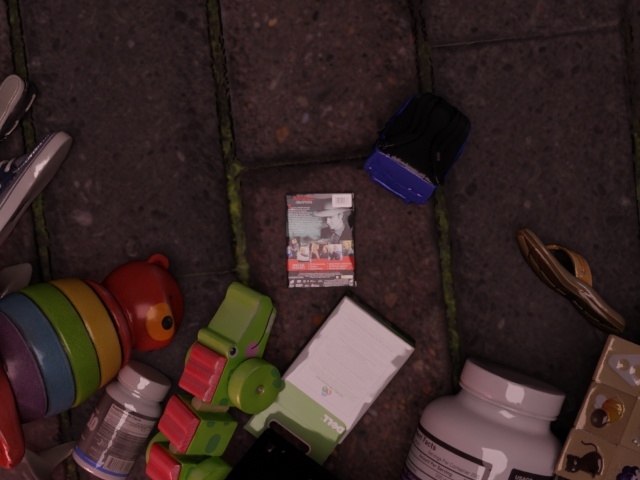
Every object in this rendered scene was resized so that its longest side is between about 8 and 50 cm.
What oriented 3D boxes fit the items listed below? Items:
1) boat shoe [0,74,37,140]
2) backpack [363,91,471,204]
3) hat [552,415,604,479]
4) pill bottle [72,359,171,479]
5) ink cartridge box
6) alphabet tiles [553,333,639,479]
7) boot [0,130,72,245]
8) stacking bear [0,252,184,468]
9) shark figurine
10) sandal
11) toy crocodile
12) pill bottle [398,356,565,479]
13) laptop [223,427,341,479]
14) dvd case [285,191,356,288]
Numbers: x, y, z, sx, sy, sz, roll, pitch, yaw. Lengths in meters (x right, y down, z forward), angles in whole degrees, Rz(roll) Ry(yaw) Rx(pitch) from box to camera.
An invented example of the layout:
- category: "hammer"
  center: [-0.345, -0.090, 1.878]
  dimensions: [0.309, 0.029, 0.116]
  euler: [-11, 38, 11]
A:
- category: "boat shoe"
  center: [-0.396, -0.146, 1.600]
  dimensions: [0.046, 0.038, 0.125]
  euler: [35, 95, 35]
- category: "backpack"
  center: [0.115, -0.114, 1.553]
  dimensions: [0.098, 0.101, 0.120]
  euler: [35, 63, -5]
- category: "hat"
  center: [0.392, 0.337, 1.552]
  dimensions: [0.331, 0.134, 0.331]
  euler: [0, 93, -9]
- category: "pill bottle"
  center: [-0.244, 0.222, 1.603]
  dimensions: [0.078, 0.078, 0.137]
  euler: [28, 95, 0]
- category: "ink cartridge box"
  center: [0.012, 0.176, 1.596]
  dimensions: [0.109, 0.062, 0.209]
  euler: [37, 96, -1]
- category: "alphabet tiles"
  center: [0.450, 0.247, 1.486]
  dimensions: [0.342, 0.011, 0.285]
  euler: [22, 90, -10]
- category: "boot"
  center: [-0.391, -0.076, 1.588]
  dimensions: [0.086, 0.069, 0.190]
  euler: [39, 98, 3]
- category: "stacking bear"
  center: [-0.289, 0.114, 1.525]
  dimensions: [0.289, 0.164, 0.175]
  euler: [-25, 115, -31]
- category: "shark figurine"
  center: [-0.410, 0.181, 1.592]
  dimensions: [0.166, 0.116, 0.278]
  euler: [-13, 92, 5]
- category: "sandal"
  center: [0.309, 0.043, 1.574]
  dimensions: [0.180, 0.072, 0.049]
  euler: [42, 80, -3]
- category: "toy crocodile"
  center: [-0.144, 0.214, 1.555]
  dimensions: [0.115, 0.105, 0.341]
  euler: [30, 100, 43]
- category: "pill bottle"
  center: [0.180, 0.312, 1.542]
  dimensions: [0.181, 0.181, 0.323]
  euler: [19, 95, 1]
- category: "laptop"
  center: [-0.048, 0.404, 1.513]
  dimensions: [0.234, 0.136, 0.264]
  euler: [34, 70, 18]
- category: "dvd case"
  center: [0.000, 0.000, 1.608]
  dimensions: [0.087, 0.013, 0.119]
  euler: [-2, 96, 2]
